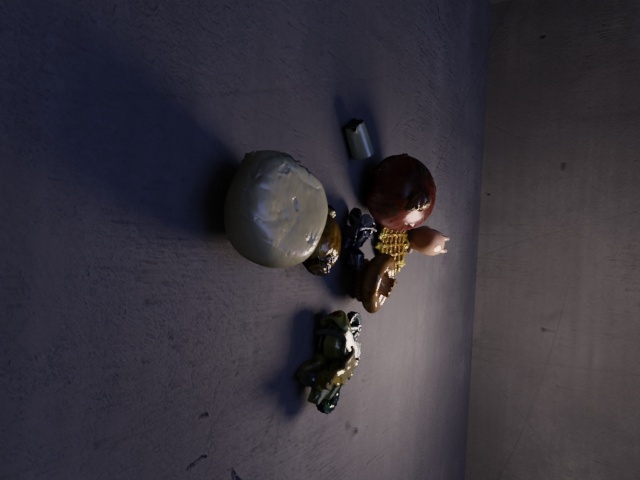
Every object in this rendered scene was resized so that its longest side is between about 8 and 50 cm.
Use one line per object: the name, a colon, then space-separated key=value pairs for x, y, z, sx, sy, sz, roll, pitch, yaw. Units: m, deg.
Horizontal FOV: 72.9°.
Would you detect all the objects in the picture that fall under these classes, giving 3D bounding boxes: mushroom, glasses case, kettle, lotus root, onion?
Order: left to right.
lotus root: x=0.000 y=0.000 z=1.585 sx=0.169 sy=0.141 sz=0.314 roll=60 pitch=34 yaw=-45
kettle: x=0.167 y=-0.430 z=1.829 sx=0.127 sy=0.098 sz=0.148 roll=-45 pitch=124 yaw=-37
glasses case: x=0.181 y=0.176 z=1.932 sx=0.073 sy=0.049 sz=0.195 roll=6 pitch=88 yaw=-54
mushroom: x=0.242 y=0.181 z=1.838 sx=0.278 sy=0.146 sz=0.278 roll=-50 pitch=151 yaw=-41
onion: x=0.356 y=-0.218 z=1.967 sx=0.353 sy=0.353 sz=0.354 roll=-6 pitch=97 yaw=-55

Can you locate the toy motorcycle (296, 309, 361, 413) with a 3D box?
toy motorcycle: x=0.054 y=0.445 z=1.670 sx=0.237 sy=0.168 sz=0.410 roll=46 pitch=56 yaw=-44

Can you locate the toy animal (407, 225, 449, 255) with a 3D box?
toy animal: x=0.547 y=0.003 z=2.287 sx=0.153 sy=0.250 sz=0.167 roll=12 pitch=92 yaw=-22

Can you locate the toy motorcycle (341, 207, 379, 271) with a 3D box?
toy motorcycle: x=0.161 y=-0.004 z=1.804 sx=0.106 sy=0.159 sz=0.271 roll=5 pitch=86 yaw=-34

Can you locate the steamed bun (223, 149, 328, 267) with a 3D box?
steamed bun: x=-0.154 y=-0.079 z=1.282 sx=0.334 sy=0.232 sz=0.312 roll=43 pitch=60 yaw=-37

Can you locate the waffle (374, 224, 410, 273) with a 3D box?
waffle: x=0.365 y=0.008 z=2.170 sx=0.302 sy=0.068 sz=0.325 roll=-61 pitch=139 yaw=-32
